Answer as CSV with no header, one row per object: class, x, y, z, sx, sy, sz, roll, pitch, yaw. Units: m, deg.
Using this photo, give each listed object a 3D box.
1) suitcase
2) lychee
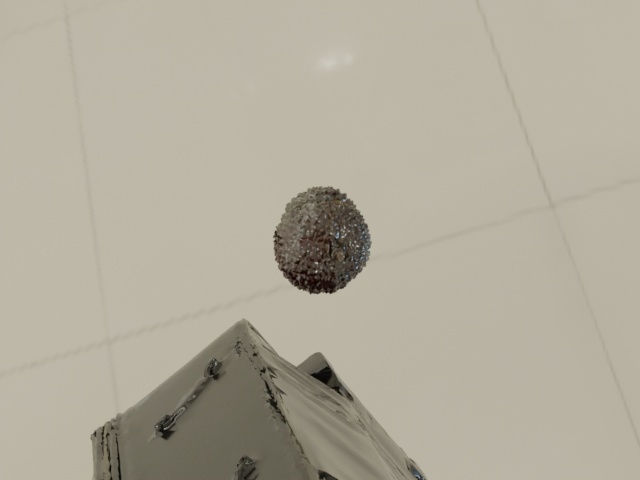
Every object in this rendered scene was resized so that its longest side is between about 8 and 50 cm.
suitcase,0.001,0.230,0.843,0.194,0.283,0.434,-38,19,2
lychee,0.000,0.000,0.964,0.067,0.068,0.083,-18,26,-3
